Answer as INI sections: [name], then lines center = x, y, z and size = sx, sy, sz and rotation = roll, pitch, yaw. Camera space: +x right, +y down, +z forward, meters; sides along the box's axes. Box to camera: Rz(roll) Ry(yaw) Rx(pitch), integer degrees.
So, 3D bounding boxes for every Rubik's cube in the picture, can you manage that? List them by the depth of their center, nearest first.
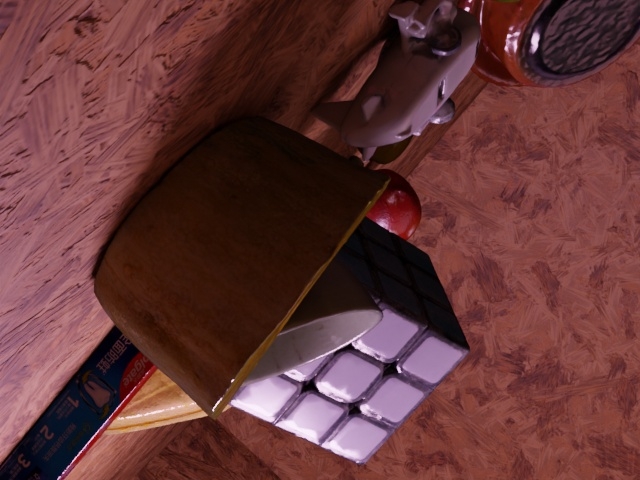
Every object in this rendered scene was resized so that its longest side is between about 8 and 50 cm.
[Rubik's cube]
center = 0.020, 0.139, 1.878
size = 0.303, 0.301, 0.305
rotation = -50, -151, 18

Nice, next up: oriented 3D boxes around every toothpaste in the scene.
[toothpaste]
center = -0.323, 0.233, 1.524
size = 0.320, 0.076, 0.066
rotation = -48, 175, 16

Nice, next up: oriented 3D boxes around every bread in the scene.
[bread]
center = -0.277, 0.324, 2.147
size = 0.264, 0.163, 0.167
rotation = -45, 175, -24

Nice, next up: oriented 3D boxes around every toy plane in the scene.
[toy plane]
center = 0.117, -0.220, 1.491
size = 0.267, 0.123, 0.267
rotation = -44, 157, -24

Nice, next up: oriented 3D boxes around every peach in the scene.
[peach]
center = 0.141, -0.073, 2.518
size = 0.197, 0.197, 0.197
rotation = -47, 175, -5

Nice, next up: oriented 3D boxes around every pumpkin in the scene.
[pumpkin]
center = -0.094, 0.011, 1.194
size = 0.332, 0.199, 0.332
rotation = -53, -179, 2

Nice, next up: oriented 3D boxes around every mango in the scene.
[mango]
center = 0.128, -0.213, 1.823
size = 0.194, 0.092, 0.130
rotation = -54, 172, 16

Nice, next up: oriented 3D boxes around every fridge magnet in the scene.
[fridge magnet]
center = 0.376, -0.374, 1.707
size = 0.364, 0.155, 0.363
rotation = -18, 143, -14

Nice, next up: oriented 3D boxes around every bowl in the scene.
[bowl]
center = -0.072, 0.090, 1.509
size = 0.289, 0.146, 0.289
rotation = -20, 164, -6

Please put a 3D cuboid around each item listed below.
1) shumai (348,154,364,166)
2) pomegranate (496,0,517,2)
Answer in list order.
[shumai]
center = 0.054, -0.129, 2.121
size = 0.083, 0.082, 0.080
rotation = -34, -135, 48
[pomegranate]
center = 0.242, -0.373, 1.436
size = 0.130, 0.130, 0.130
rotation = -47, 175, -5
